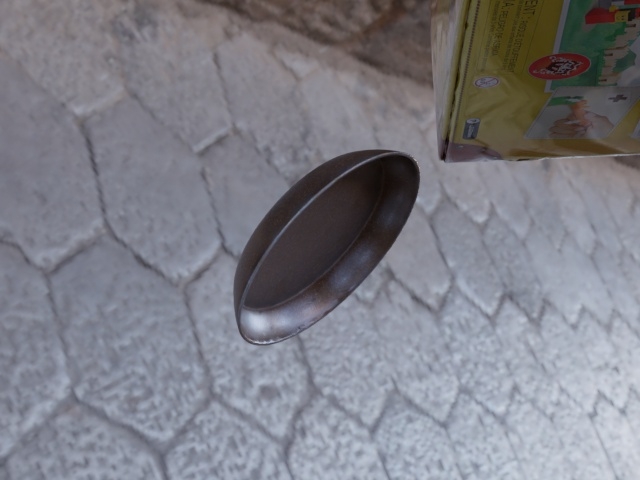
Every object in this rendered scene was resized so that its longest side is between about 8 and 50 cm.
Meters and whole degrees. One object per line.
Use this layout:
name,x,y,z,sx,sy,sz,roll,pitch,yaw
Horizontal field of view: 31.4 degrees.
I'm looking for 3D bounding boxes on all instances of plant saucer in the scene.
plant saucer,0.000,0.000,0.776,0.029,0.168,0.168,44,17,23

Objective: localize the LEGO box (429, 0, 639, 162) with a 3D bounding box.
LEGO box,0.286,-0.240,0.905,0.500,0.372,0.193,83,5,-73
